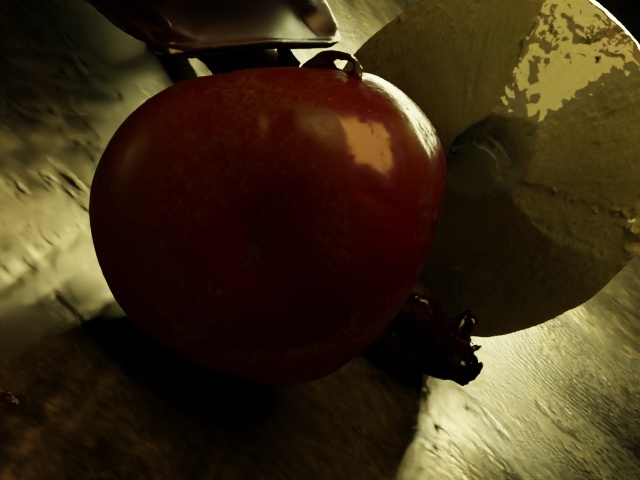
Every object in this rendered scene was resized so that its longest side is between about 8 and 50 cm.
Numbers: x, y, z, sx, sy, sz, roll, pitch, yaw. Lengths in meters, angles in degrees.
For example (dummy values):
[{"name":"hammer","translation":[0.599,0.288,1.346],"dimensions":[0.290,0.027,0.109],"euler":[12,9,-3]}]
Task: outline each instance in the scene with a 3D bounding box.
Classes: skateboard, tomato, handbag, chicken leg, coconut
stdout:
[{"name":"skateboard","translation":[-0.055,-0.131,1.281],"dimensions":[0.080,0.067,0.151],"euler":[33,14,-49]},{"name":"tomato","translation":[-0.017,-0.006,0.886],"dimensions":[0.187,0.187,0.151],"euler":[16,55,-53]},{"name":"handbag","translation":[-0.101,-0.203,1.207],"dimensions":[0.216,0.074,0.203],"euler":[38,27,31]},{"name":"chicken leg","translation":[0.000,0.000,1.094],"dimensions":[0.253,0.051,0.106],"euler":[42,12,7]},{"name":"coconut","translation":[0.119,-0.066,1.194],"dimensions":[0.239,0.239,0.244],"euler":[40,17,-2]}]

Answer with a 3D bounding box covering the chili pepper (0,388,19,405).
[{"name":"chili pepper","translation":[-0.192,0.026,0.677],"dimensions":[0.178,0.027,0.045],"euler":[29,25,-31]}]
